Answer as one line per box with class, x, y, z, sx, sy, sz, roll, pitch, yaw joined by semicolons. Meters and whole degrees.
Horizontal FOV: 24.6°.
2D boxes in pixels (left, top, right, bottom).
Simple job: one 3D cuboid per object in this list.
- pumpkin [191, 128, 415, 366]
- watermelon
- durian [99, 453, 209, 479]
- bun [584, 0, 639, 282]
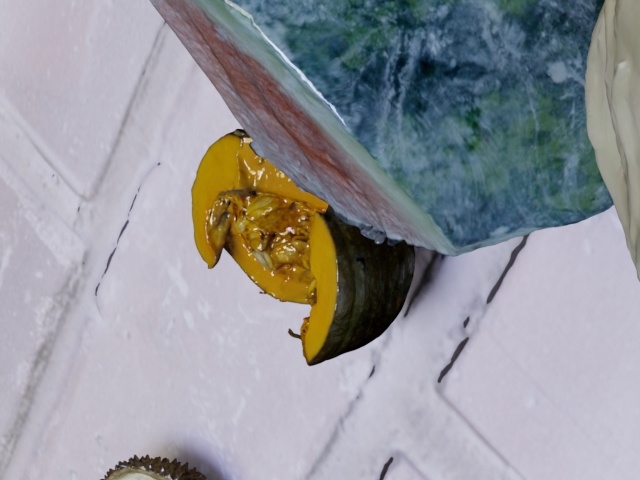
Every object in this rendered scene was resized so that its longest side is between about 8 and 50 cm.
pumpkin;0.000;0.000;0.955;0.183;0.108;0.119;46;134;43
watermelon;0.035;-0.122;0.835;0.387;0.228;0.258;37;161;3
durian;-0.128;0.222;1.166;0.140;0.071;0.110;-36;83;29
bun;0.227;-0.006;0.571;0.202;0.364;0.364;-32;77;0
